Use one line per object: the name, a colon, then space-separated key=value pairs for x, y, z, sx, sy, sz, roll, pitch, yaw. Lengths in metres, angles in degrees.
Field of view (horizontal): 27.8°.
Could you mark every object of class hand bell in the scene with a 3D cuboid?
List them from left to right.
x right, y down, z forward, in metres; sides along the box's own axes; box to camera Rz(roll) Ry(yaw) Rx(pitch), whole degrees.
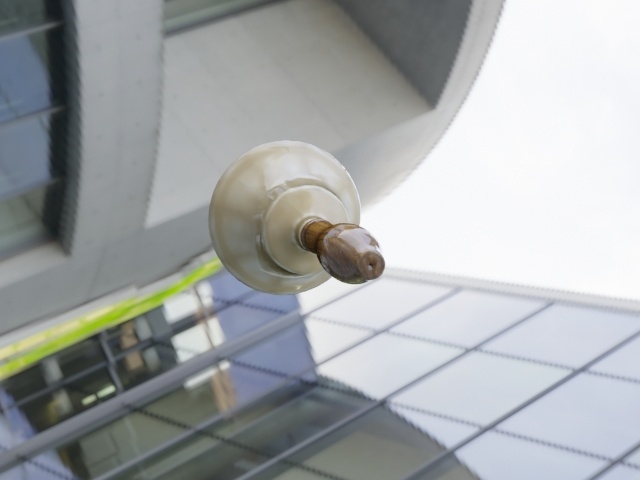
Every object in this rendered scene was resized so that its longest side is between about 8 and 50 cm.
hand bell: x=0.000 y=0.000 z=0.927 sx=0.242 sy=0.126 sz=0.126 roll=-148 pitch=-139 yaw=-74
